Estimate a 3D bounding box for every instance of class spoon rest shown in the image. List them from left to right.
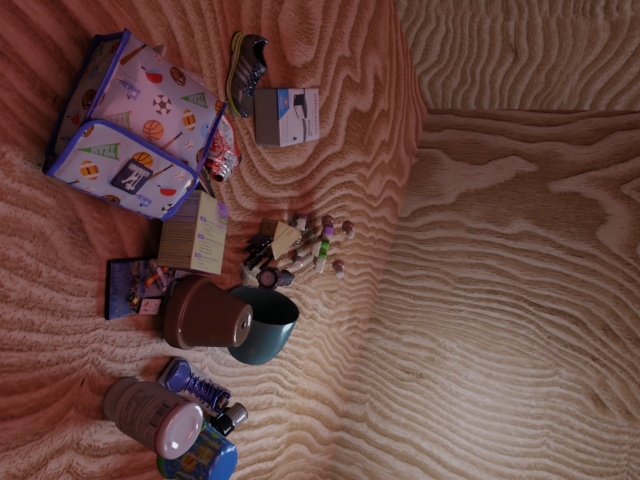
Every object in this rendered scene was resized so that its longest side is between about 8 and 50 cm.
[{"bbox_3d":[-0.436,-0.493,1.238,0.276,0.084,0.137,46,60,-72],"label":"spoon rest"}]

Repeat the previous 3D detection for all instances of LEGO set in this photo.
[{"bbox_3d":[-0.500,0.156,1.300,0.244,0.060,0.183,23,79,-64],"label":"LEGO set"}]

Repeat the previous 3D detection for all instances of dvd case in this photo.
[{"bbox_3d":[-0.557,0.139,1.277,0.253,0.022,0.180,-6,104,-60],"label":"dvd case"}]

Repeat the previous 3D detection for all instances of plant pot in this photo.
[{"bbox_3d":[-0.368,0.270,1.390,0.263,0.229,0.263,13,90,-77],"label":"plant pot"},{"bbox_3d":[-0.259,0.358,1.638,0.293,0.293,0.235,-11,125,-60],"label":"plant pot"}]

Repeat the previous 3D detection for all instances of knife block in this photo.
[{"bbox_3d":[-0.215,0.033,1.788,0.275,0.088,0.242,25,80,-60],"label":"knife block"}]

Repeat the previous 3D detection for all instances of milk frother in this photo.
[{"bbox_3d":[-0.392,0.714,1.666,0.134,0.129,0.143,-28,130,-51],"label":"milk frother"}]

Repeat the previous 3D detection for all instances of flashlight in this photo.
[{"bbox_3d":[-0.198,0.168,1.781,0.103,0.103,0.304,-54,172,-1],"label":"flashlight"}]

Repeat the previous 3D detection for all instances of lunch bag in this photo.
[{"bbox_3d":[-0.473,-0.275,1.050,0.328,0.239,0.386,30,80,-48],"label":"lunch bag"}]

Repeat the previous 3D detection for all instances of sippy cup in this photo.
[{"bbox_3d":[-0.443,0.810,1.508,0.240,0.224,0.305,-66,148,-24],"label":"sippy cup"}]

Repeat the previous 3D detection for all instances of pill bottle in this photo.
[{"bbox_3d":[-0.512,0.525,1.218,0.160,0.283,0.160,-29,124,-54],"label":"pill bottle"}]

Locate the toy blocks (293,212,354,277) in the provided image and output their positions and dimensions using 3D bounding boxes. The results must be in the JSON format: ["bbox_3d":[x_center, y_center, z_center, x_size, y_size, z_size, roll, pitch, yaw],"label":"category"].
[{"bbox_3d":[0.000,0.000,2.088,0.260,0.308,0.289,-95,-162,-70],"label":"toy blocks"}]

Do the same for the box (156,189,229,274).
[{"bbox_3d":[-0.405,-0.020,1.305,0.213,0.117,0.243,42,53,-76],"label":"box"}]

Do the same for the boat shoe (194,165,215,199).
[{"bbox_3d":[-0.409,-0.220,1.355,0.069,0.081,0.228,-55,141,-30],"label":"boat shoe"}]

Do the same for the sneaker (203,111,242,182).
[{"bbox_3d":[-0.358,-0.321,1.380,0.270,0.090,0.145,78,34,-54],"label":"sneaker"}]

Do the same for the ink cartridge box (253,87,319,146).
[{"bbox_3d":[-0.133,-0.526,1.697,0.307,0.129,0.223,-32,126,-54],"label":"ink cartridge box"}]

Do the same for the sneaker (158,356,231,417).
[{"bbox_3d":[-0.430,0.549,1.482,0.127,0.182,0.315,-62,147,-31],"label":"sneaker"}]

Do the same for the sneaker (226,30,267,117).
[{"bbox_3d":[-0.259,-0.598,1.452,0.111,0.121,0.300,-14,112,-59],"label":"sneaker"}]
